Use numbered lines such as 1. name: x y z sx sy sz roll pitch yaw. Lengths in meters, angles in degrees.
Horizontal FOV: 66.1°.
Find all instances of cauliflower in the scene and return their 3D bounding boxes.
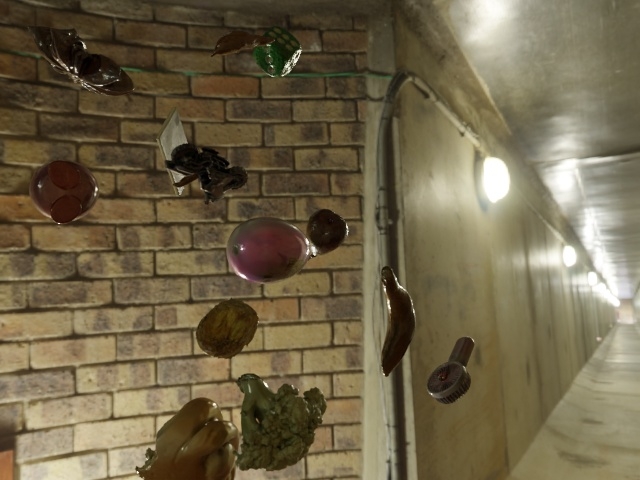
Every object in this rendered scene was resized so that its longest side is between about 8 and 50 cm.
1. cauliflower: -0.131 0.527 1.447 0.260 0.281 0.327 -25 -170 47

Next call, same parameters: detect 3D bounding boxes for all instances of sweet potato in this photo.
1. sweet potato: -0.390 -0.227 1.632 0.214 0.050 0.050 -33 -166 -34
2. sweet potato: -0.230 -0.597 1.463 0.226 0.068 0.068 -27 -172 -31
3. sweet potato: 0.204 0.205 1.301 0.079 0.346 0.108 13 -148 34

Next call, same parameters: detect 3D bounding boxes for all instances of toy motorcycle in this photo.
1. toy motorcycle: -0.350 -0.197 1.488 0.159 0.106 0.270 -41 144 24

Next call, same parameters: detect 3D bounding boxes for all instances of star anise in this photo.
1. star anise: -0.712 -0.532 1.474 0.315 0.108 0.315 24 166 7

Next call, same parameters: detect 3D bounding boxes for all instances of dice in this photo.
1. dice: -0.151 -0.663 1.733 0.120 0.128 0.131 -48 -176 47

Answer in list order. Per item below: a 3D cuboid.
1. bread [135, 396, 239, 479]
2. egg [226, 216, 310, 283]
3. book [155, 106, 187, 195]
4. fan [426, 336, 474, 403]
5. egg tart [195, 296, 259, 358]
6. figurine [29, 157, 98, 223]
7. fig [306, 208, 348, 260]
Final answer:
1. bread: -0.418 0.736 1.627 0.245 0.424 0.329 30 -149 33
2. egg: -0.140 0.024 1.397 0.196 0.196 0.271 -7 -173 43
3. book: -0.610 -0.374 2.088 0.021 0.217 0.310 3 139 7
4. fan: 0.410 0.389 1.505 0.130 0.074 0.244 -29 -164 47
5. egg tart: -0.339 0.334 1.819 0.232 0.252 0.098 2 140 12
6. figurine: -0.685 -0.135 1.318 0.173 0.173 0.173 -2 175 0
7. fig: -0.002 0.001 2.024 0.145 0.170 0.274 -47 171 -51
